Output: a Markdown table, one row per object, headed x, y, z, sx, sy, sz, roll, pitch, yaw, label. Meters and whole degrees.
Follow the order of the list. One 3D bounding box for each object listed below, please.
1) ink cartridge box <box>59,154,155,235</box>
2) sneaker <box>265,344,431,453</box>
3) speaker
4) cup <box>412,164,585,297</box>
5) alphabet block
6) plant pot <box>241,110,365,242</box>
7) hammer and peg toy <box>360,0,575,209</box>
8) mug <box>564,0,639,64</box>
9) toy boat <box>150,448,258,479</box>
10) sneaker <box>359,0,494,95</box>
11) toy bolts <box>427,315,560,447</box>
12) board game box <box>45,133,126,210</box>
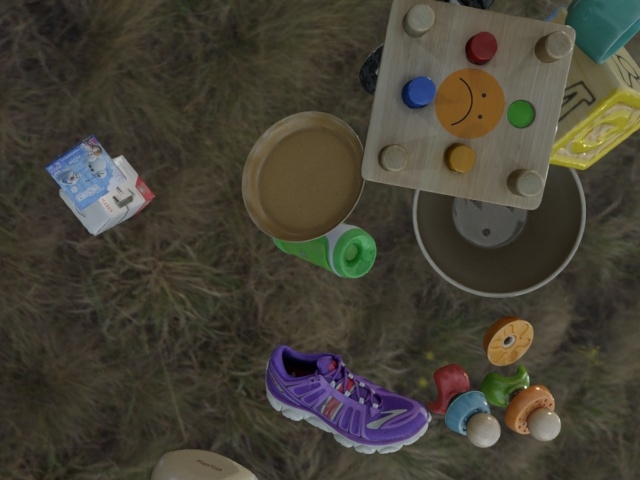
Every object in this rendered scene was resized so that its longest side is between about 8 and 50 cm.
| x | y | z | sx | sy | sz | roll | pitch | yaw | label |
| --- | --- | --- | --- | --- | --- | --- | --- | --- | --- |
| -0.369 | -0.081 | 1.400 | 0.099 | 0.056 | 0.135 | 51 | 30 | -2 | ink cartridge box |
| 0.020 | 0.145 | 0.757 | 0.068 | 0.170 | 0.071 | -49 | 146 | -49 | sneaker |
| 0.000 | 0.000 | 1.955 | 0.131 | 0.296 | 0.131 | -12 | 111 | -35 | speaker |
| 0.360 | -0.058 | 1.672 | 0.237 | 0.331 | 0.331 | -15 | 116 | -81 | cup |
| 0.449 | -0.264 | 1.426 | 0.192 | 0.193 | 0.197 | 2 | 55 | -44 | alphabet block |
| -0.027 | -0.109 | 1.404 | 0.032 | 0.236 | 0.236 | 27 | 82 | -63 | plant pot |
| 0.201 | -0.239 | 1.088 | 0.266 | 0.127 | 0.361 | 9 | 96 | -2 | hammer and peg toy |
| 0.456 | -0.362 | 1.262 | 0.157 | 0.129 | 0.097 | -36 | 77 | -33 | mug |
| -0.299 | 0.572 | 1.730 | 0.318 | 0.267 | 0.148 | -16 | 115 | -53 | toy boat |
| 0.164 | -0.300 | 1.182 | 0.078 | 0.234 | 0.106 | 55 | 26 | 9 | sneaker |
| 0.328 | 0.274 | 1.451 | 0.228 | 0.158 | 0.218 | -13 | 123 | -20 | toy bolts |
| -0.373 | -0.108 | 1.283 | 0.090 | 0.020 | 0.090 | -35 | 118 | -1 | board game box |
